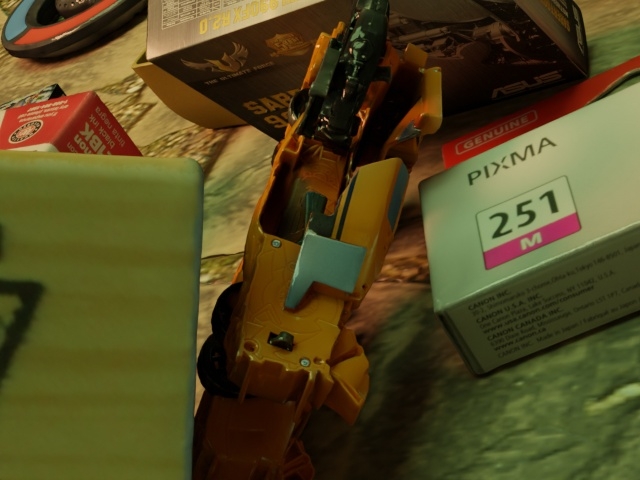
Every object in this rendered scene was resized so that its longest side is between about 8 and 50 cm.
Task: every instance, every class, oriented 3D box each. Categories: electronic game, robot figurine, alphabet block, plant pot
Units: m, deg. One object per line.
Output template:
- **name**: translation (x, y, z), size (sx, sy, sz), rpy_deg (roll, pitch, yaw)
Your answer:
- **electronic game**: translation (-0.243, -0.270, 1.482), size (0.229, 0.048, 0.229), rpy_deg (-23, 32, 15)
- **robot figurine**: translation (0.000, 0.000, 0.769), size (0.211, 0.085, 0.291), rpy_deg (113, 176, -49)
- **alphabet block**: translation (-0.162, 0.061, 0.670), size (0.197, 0.193, 0.192), rpy_deg (2, -8, -8)
- **plant pot**: translation (-0.083, -0.136, 1.108), size (0.081, 0.083, 0.081), rpy_deg (-4, 42, 39)

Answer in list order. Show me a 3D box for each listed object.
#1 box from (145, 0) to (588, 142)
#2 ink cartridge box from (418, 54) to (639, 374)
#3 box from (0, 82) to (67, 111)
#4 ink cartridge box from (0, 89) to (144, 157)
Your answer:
- **box**: translation (0.033, -0.135, 0.902), size (0.231, 0.183, 0.056), rpy_deg (-13, 66, 29)
- **ink cartridge box**: translation (0.188, -0.065, 0.783), size (0.275, 0.060, 0.239), rpy_deg (-24, 33, 15)
- **box**: translation (-0.295, -0.085, 1.287), size (0.094, 0.027, 0.137), rpy_deg (-17, 34, 27)
- **ink cartridge box**: translation (-0.266, 0.030, 1.011), size (0.197, 0.114, 0.273), rpy_deg (-6, 41, 38)
